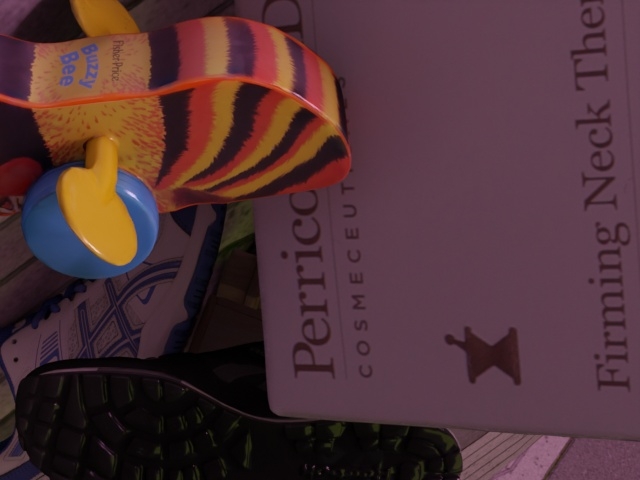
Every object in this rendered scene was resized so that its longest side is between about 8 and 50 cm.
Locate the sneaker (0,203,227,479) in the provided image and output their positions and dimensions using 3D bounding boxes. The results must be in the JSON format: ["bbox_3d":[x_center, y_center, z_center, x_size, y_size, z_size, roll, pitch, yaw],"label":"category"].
[{"bbox_3d":[-0.158,0.065,1.061,0.112,0.131,0.296,118,-7,-88],"label":"sneaker"}]

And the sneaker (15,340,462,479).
[{"bbox_3d":[-0.057,0.117,1.001,0.124,0.283,0.107,-107,-151,-65],"label":"sneaker"}]

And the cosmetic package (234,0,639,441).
[{"bbox_3d":[0.203,-0.074,0.907,0.327,0.394,0.329,-14,101,-56],"label":"cosmetic package"}]

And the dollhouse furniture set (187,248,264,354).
[{"bbox_3d":[-0.048,0.200,1.218,0.355,0.174,0.303,110,0,-62],"label":"dollhouse furniture set"}]

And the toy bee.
[{"bbox_3d":[-0.142,-0.053,0.781,0.298,0.195,0.162,-31,134,-6],"label":"toy bee"}]

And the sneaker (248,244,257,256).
[{"bbox_3d":[0.000,0.000,1.271,0.083,0.087,0.221,-31,157,-35],"label":"sneaker"}]
